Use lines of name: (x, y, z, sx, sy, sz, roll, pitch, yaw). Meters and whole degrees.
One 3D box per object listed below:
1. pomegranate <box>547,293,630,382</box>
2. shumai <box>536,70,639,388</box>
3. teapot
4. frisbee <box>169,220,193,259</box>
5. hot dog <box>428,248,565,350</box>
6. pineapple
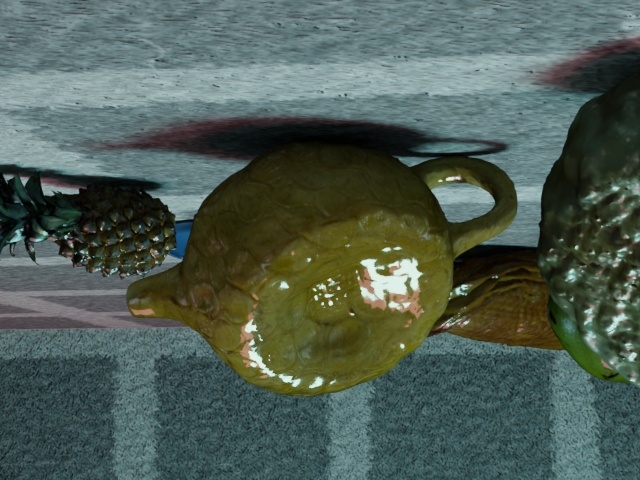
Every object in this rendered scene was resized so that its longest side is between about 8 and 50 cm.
pomegranate: (0.356, 0.069, 1.705, 0.179, 0.179, 0.210, -3, -167, 19)
shumai: (0.268, -0.041, 0.927, 0.225, 0.222, 0.260, 25, 147, 16)
teapot: (0.000, 0.000, 1.152, 0.311, 0.167, 0.203, -23, 132, -9)
frisbee: (-0.076, 0.010, 1.667, 0.242, 0.045, 0.242, -2, 173, 0)
hot dog: (0.219, 0.075, 1.904, 0.272, 0.122, 0.196, 9, 168, -31)
pineapple: (-0.217, -0.012, 1.297, 0.221, 0.083, 0.103, 9, 168, -41)
